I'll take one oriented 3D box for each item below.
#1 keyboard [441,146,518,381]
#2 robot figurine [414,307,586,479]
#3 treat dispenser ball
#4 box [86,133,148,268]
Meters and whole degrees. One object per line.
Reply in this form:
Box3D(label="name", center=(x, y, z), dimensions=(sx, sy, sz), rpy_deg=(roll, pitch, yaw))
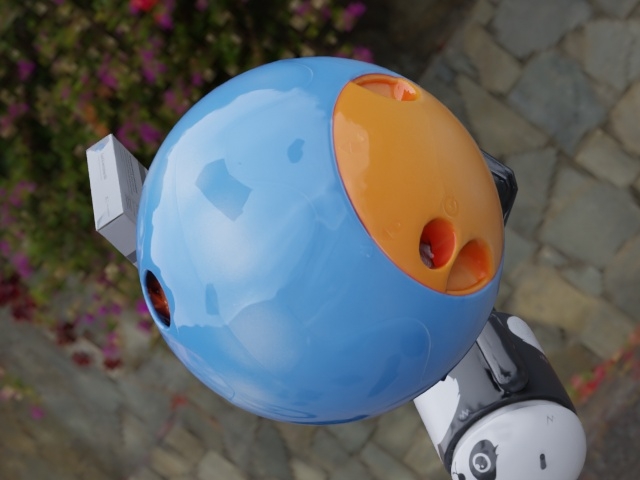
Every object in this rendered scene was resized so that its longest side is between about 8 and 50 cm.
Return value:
Box3D(label="keyboard", center=(0.084, -0.001, 1.597), dimensions=(0.033, 0.201, 0.317), rpy_deg=(-42, -23, -42))
Box3D(label="robot figurine", center=(0.204, 0.198, 1.847), dimensions=(0.173, 0.209, 0.278), rpy_deg=(-40, 45, 16))
Box3D(label="treat dispenser ball", center=(0.000, 0.000, 1.204), dimensions=(0.288, 0.288, 0.288), rpy_deg=(-53, 3, 4))
Box3D(label="box", center=(-0.171, -0.007, 1.624), dimensions=(0.038, 0.186, 0.145), rpy_deg=(-32, 37, 12))
